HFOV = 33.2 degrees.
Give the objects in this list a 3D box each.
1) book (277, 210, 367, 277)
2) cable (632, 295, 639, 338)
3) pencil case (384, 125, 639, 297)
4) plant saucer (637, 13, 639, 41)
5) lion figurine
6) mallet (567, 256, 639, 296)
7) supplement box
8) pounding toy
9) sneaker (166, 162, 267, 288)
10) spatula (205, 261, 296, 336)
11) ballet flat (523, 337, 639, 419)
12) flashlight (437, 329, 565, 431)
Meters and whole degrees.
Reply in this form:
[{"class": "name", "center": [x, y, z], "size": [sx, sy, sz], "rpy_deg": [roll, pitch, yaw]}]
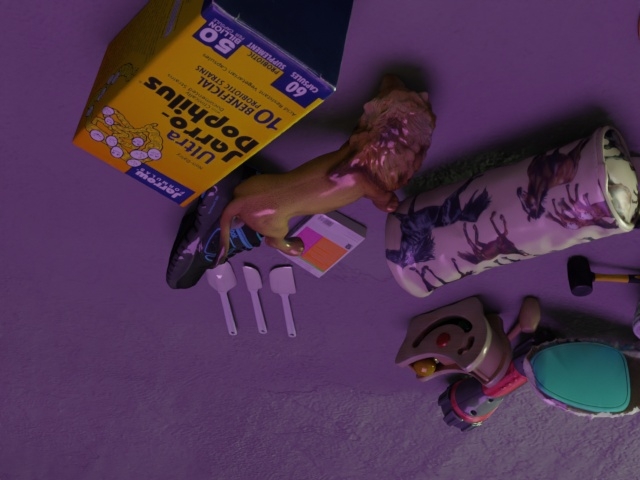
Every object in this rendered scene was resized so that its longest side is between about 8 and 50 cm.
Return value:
[{"class": "book", "center": [0.000, 0.000, 1.857], "size": [0.096, 0.035, 0.144], "rpy_deg": [30, 139, -19]}, {"class": "cable", "center": [0.649, 0.144, 1.770], "size": [0.257, 0.089, 0.257], "rpy_deg": [21, 165, -17]}, {"class": "pencil case", "center": [0.284, -0.036, 1.627], "size": [0.410, 0.159, 0.184], "rpy_deg": [-20, 160, 35]}, {"class": "plant saucer", "center": [0.508, -0.268, 1.367], "size": [0.200, 0.037, 0.200], "rpy_deg": [6, 144, 5]}, {"class": "lion figurine", "center": [-0.006, -0.081, 1.567], "size": [0.392, 0.142, 0.240], "rpy_deg": [-31, 166, -2]}, {"class": "mallet", "center": [0.507, 0.071, 1.798], "size": [0.190, 0.062, 0.039], "rpy_deg": [8, 146, 3]}, {"class": "supplement box", "center": [-0.147, -0.232, 1.444], "size": [0.194, 0.195, 0.357], "rpy_deg": [31, 139, -25]}, {"class": "pounding toy", "center": [0.286, 0.209, 1.961], "size": [0.270, 0.154, 0.155], "rpy_deg": [-24, 132, 38]}, {"class": "sneaker", "center": [-0.166, -0.006, 1.812], "size": [0.140, 0.125, 0.341], "rpy_deg": [19, 144, -14]}, {"class": "spatula", "center": [-0.126, 0.115, 2.056], "size": [0.168, 0.019, 0.242], "rpy_deg": [0, 144, 5]}, {"class": "ballet flat", "center": [0.547, 0.254, 1.942], "size": [0.409, 0.147, 0.147], "rpy_deg": [4, 145, -10]}, {"class": "flashlight", "center": [0.345, 0.272, 2.077], "size": [0.103, 0.103, 0.304], "rpy_deg": [27, 142, -12]}]
